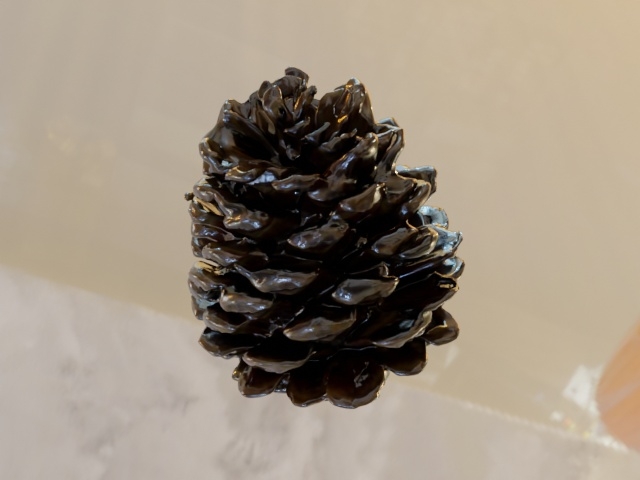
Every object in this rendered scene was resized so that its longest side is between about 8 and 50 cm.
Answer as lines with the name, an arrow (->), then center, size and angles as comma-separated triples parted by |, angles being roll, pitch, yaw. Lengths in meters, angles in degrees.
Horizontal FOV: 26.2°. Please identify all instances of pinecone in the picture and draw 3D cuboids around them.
pinecone -> 0.000, 0.000, 1.062 | 0.224, 0.272, 0.224 | -6, -158, 3
